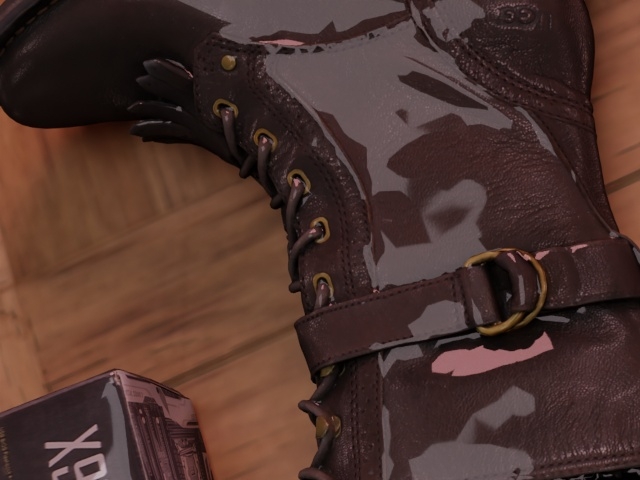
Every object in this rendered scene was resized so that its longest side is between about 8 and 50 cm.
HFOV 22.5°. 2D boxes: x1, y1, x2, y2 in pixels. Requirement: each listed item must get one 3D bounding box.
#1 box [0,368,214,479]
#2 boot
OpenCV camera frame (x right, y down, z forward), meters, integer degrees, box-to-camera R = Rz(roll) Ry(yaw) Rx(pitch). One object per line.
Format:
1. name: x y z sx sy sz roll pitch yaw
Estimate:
1. box: -0.125 0.228 0.554 0.242 0.076 0.307 -22 69 11
2. boot: 0.000 0.000 0.569 0.263 0.091 0.229 -9 72 14
